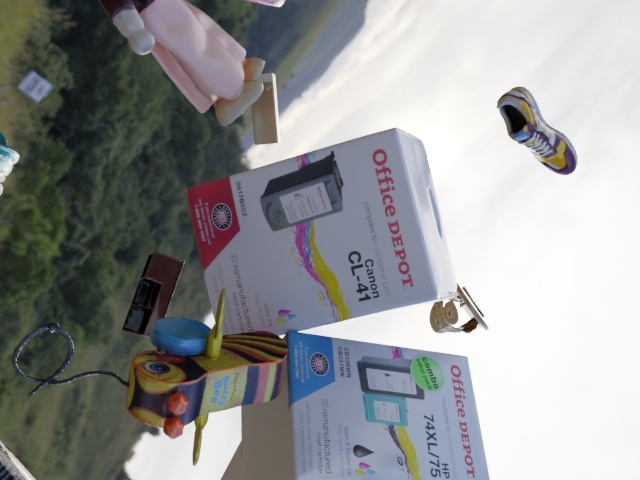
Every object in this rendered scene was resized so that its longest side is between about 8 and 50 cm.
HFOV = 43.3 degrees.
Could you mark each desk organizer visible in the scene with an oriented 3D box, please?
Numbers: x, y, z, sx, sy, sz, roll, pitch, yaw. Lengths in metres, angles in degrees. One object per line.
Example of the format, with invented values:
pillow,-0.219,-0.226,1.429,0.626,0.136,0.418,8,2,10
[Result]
desk organizer,-0.259,0.086,1.245,0.047,0.050,0.130,-19,-129,67

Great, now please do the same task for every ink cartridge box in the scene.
ink cartridge box,0.000,0.000,1.067,0.306,0.226,0.131,-15,175,21
ink cartridge box,0.051,0.264,1.078,0.197,0.269,0.198,127,-34,-49

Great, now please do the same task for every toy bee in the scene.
toy bee,-0.150,0.165,0.876,0.298,0.195,0.162,-20,-152,-25

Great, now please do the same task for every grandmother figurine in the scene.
grandmother figurine,-0.209,-0.282,0.945,0.104,0.342,0.208,-37,-148,16

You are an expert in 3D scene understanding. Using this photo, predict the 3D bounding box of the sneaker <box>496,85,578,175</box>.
sneaker,0.373,-0.180,1.413,0.084,0.185,0.069,-39,179,-45

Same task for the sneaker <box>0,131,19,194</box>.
sneaker,-0.428,-0.050,0.922,0.295,0.123,0.179,-19,-118,55

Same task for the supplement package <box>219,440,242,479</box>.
supplement package,-0.028,0.431,1.460,0.199,0.198,0.263,-10,-143,39

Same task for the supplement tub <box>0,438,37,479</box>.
supplement tub,-0.396,0.298,0.846,0.193,0.316,0.193,-40,-177,2

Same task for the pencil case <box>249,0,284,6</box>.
pencil case,-0.215,-0.467,1.194,0.160,0.385,0.167,-38,142,-78

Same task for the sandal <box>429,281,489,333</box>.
sandal,0.213,0.122,1.287,0.079,0.088,0.240,-35,172,8

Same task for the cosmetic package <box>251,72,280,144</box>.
cosmetic package,-0.092,-0.217,1.336,0.060,0.041,0.115,-84,169,-80
